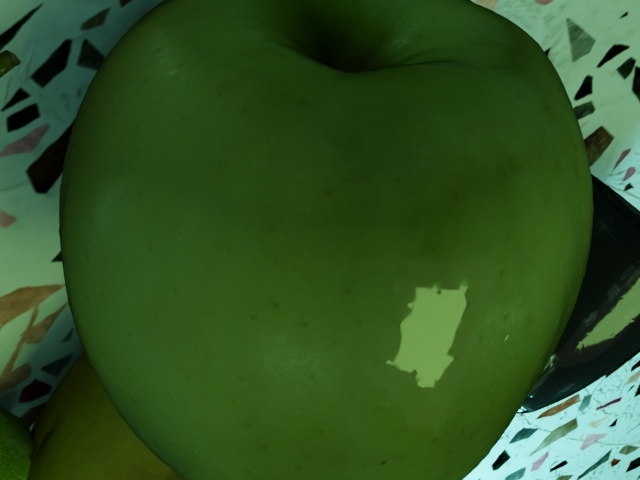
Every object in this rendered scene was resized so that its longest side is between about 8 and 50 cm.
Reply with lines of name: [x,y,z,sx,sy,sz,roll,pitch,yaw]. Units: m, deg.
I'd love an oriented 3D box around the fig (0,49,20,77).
fig: [-0.312,-0.089,1.394,0.175,0.175,0.207,-40,172,3]

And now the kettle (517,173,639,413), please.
kettle: [0.290,0.075,2.289,0.290,0.207,0.268,-50,-171,12]

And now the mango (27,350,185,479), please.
mango: [-0.148,0.181,1.918,0.445,0.220,0.301,-40,166,25]

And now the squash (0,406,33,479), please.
squash: [-0.399,0.169,1.802,0.252,0.169,0.093,31,108,-25]

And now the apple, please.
apple: [0.000,0.000,1.560,0.473,0.474,0.474,-29,150,-18]
